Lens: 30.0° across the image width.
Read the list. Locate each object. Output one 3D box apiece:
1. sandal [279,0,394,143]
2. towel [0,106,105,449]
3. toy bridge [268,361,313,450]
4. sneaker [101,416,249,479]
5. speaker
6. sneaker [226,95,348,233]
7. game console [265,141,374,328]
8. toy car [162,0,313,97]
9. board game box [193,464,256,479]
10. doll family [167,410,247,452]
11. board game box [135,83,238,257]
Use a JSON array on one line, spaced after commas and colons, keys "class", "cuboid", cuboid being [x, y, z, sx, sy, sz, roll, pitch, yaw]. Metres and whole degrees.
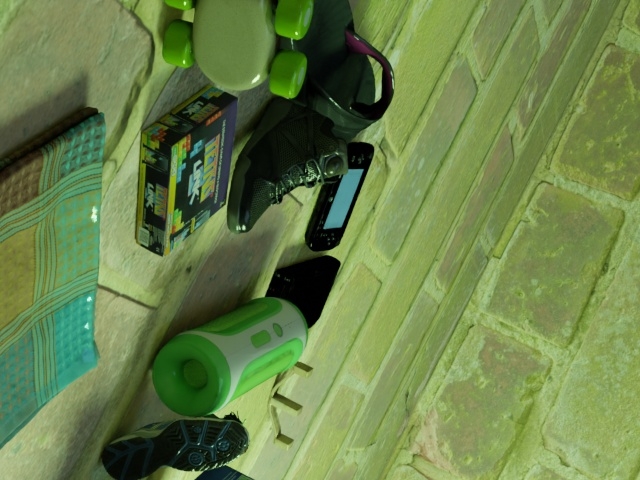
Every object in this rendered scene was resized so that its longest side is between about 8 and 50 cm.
[{"class": "sandal", "cuboid": [0.032, -0.231, 1.704, 0.167, 0.107, 0.446, -61, 162, -9]}, {"class": "towel", "cuboid": [-0.318, 0.067, 1.252, 0.271, 0.040, 0.370, -45, 154, -47]}, {"class": "toy bridge", "cuboid": [-0.065, 0.306, 2.224, 0.026, 0.063, 0.188, -34, 144, -57]}, {"class": "sneaker", "cuboid": [-0.197, 0.277, 1.657, 0.081, 0.211, 0.080, -46, 125, -71]}, {"class": "speaker", "cuboid": [-0.127, 0.167, 1.772, 0.296, 0.131, 0.131, -22, 135, -64]}, {"class": "sneaker", "cuboid": [-0.041, -0.093, 1.603, 0.087, 0.130, 0.227, 92, 20, -50]}, {"class": "game console", "cuboid": [0.000, 0.000, 2.030, 0.213, 0.044, 0.361, -17, 129, -66]}, {"class": "toy car", "cuboid": [-0.069, -0.271, 1.335, 0.188, 0.155, 0.149, -64, 167, -45]}, {"class": "board game box", "cuboid": [-0.218, 0.486, 1.736, 0.233, 0.078, 0.347, -67, 169, 12]}, {"class": "doll family", "cuboid": [-0.168, 0.311, 1.869, 0.193, 0.111, 0.076, -23, 135, -63]}, {"class": "board game box", "cuboid": [-0.163, -0.085, 1.459, 0.141, 0.048, 0.170, -44, 153, -44]}]
